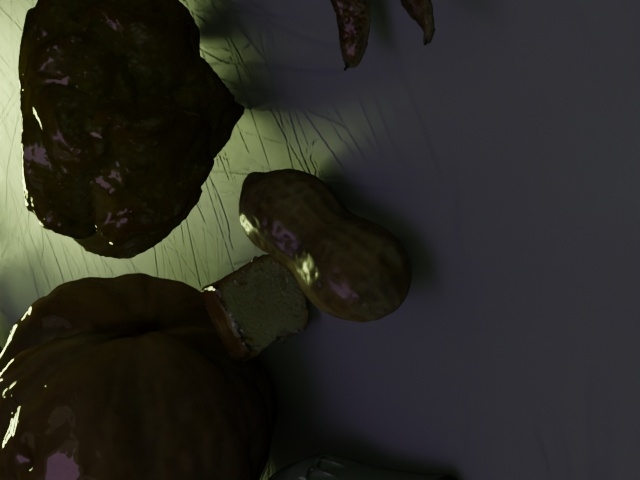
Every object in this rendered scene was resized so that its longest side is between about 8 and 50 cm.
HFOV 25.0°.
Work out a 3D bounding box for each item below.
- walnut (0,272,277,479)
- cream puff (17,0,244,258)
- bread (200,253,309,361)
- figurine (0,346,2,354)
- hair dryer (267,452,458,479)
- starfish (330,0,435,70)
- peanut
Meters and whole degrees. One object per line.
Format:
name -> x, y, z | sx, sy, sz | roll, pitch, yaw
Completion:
walnut -> -0.193, 0.211, 1.410 | 0.306, 0.306, 0.344 | 36, 137, 36
cream puff -> -0.175, -0.107, 1.223 | 0.196, 0.244, 0.244 | 26, 144, -2
bread -> -0.059, 0.061, 1.307 | 0.083, 0.076, 0.070 | 62, 160, -1
figurine -> -0.553, 0.096, 1.973 | 0.215, 0.187, 0.344 | -3, 105, 44
hair dryer -> 0.082, 0.288, 1.297 | 0.267, 0.092, 0.229 | 48, 143, -2
starfish -> -0.001, -0.234, 1.001 | 0.277, 0.062, 0.236 | 53, 149, 12
peanut -> 0.000, 0.002, 1.167 | 0.193, 0.089, 0.089 | 44, 145, 35
